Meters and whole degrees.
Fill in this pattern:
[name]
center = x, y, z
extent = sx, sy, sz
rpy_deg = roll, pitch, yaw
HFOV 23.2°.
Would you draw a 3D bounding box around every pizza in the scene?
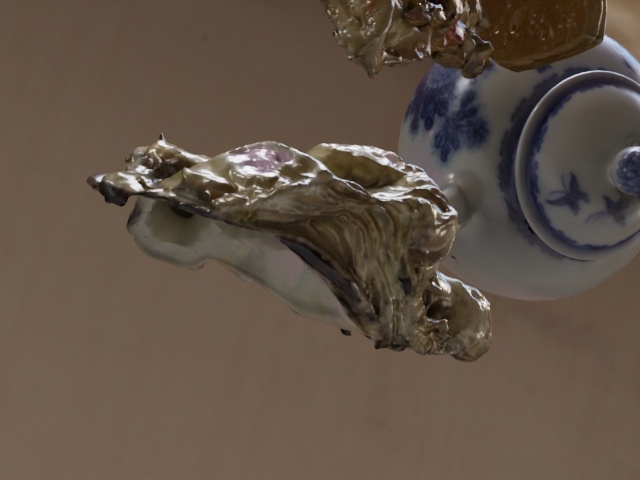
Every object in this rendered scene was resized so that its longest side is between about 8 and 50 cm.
[pizza]
center = 0.051, -0.169, 0.949
extent = 0.069, 0.147, 0.226
rpy_deg = -26, -6, 21

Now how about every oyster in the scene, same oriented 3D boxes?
[oyster]
center = 0.000, 0.000, 0.688
extent = 0.191, 0.081, 0.163
rpy_deg = 40, -21, -33

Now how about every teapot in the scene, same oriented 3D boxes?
[teapot]
center = 0.203, -0.068, 1.367
extent = 0.424, 0.252, 0.280
rpy_deg = -17, 13, -22

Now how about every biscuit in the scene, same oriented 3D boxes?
[biscuit]
center = 0.139, -0.210, 1.164
extent = 0.041, 0.238, 0.212
rpy_deg = 7, -58, -42
